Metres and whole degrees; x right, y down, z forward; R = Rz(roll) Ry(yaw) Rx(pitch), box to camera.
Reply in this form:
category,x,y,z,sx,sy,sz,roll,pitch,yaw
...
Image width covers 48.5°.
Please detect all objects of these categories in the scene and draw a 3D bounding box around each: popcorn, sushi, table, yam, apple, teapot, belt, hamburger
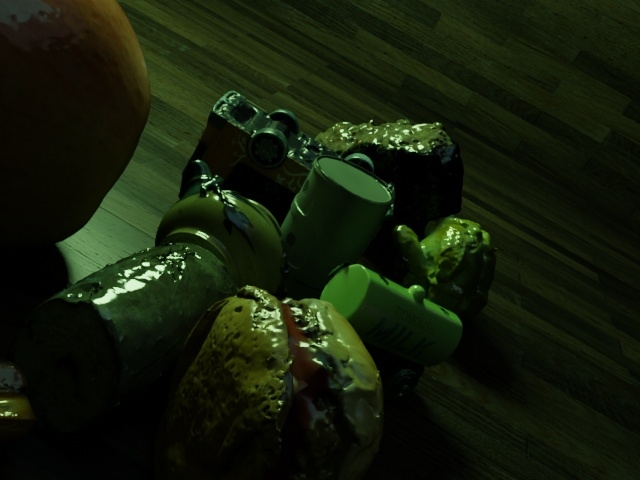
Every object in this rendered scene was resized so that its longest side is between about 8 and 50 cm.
category,x,y,z,sx,sy,sz,roll,pitch,yaw
popcorn,0.205,0.039,1.224,0.212,0.198,0.198,15,28,-14
sushi,0.125,-0.141,1.366,0.211,0.171,0.350,-10,17,-30
table,0.000,0.000,1.028,0.126,0.220,0.126,24,25,-12
yam,-0.189,0.086,0.748,0.154,0.154,0.254,36,24,14
apple,-0.365,-0.162,0.803,0.364,0.364,0.364,24,25,-12
teapot,-0.110,0.020,0.934,0.269,0.173,0.182,60,34,-10
belt,0.217,-0.058,1.536,0.141,0.082,0.190,37,27,4
hamburger,-0.045,0.166,0.665,0.163,0.244,0.244,19,26,-30

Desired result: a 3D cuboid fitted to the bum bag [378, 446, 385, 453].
category,x,y,z,sx,sy,sz,roll,pitch,yaw
bum bag,-0.009,0.201,0.847,0.198,0.049,0.087,33,3,15

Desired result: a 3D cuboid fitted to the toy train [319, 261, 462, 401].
category,x,y,z,sx,sy,sz,roll,pitch,yaw
toy train,0.080,0.116,0.931,0.253,0.157,0.105,27,21,-41

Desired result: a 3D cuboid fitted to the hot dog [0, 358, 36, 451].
category,x,y,z,sx,sy,sz,roll,pitch,yaw
hot dog,-0.372,0.126,0.572,0.269,0.072,0.115,13,30,-28

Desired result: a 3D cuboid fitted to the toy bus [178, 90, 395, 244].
category,x,y,z,sx,sy,sz,roll,pitch,yaw
toy bus,-0.056,-0.087,1.172,0.323,0.194,0.162,30,25,-7
